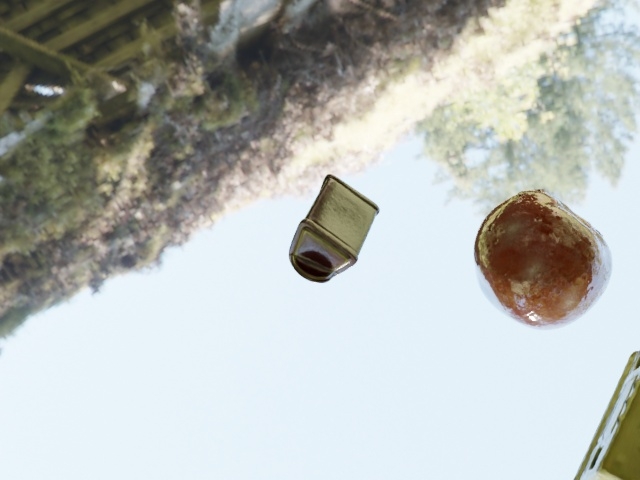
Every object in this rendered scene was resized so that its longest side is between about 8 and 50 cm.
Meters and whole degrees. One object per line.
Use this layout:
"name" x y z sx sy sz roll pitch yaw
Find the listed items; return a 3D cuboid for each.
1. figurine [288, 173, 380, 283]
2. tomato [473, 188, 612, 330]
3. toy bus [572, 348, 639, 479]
"figurine" 0.000 0.001 1.160 0.098 0.082 0.154 -46 -170 40
"tomato" 0.324 0.033 1.412 0.184 0.208 0.208 -53 -147 16
"toy bus" 0.331 0.177 0.563 0.336 0.123 0.121 25 -106 18
